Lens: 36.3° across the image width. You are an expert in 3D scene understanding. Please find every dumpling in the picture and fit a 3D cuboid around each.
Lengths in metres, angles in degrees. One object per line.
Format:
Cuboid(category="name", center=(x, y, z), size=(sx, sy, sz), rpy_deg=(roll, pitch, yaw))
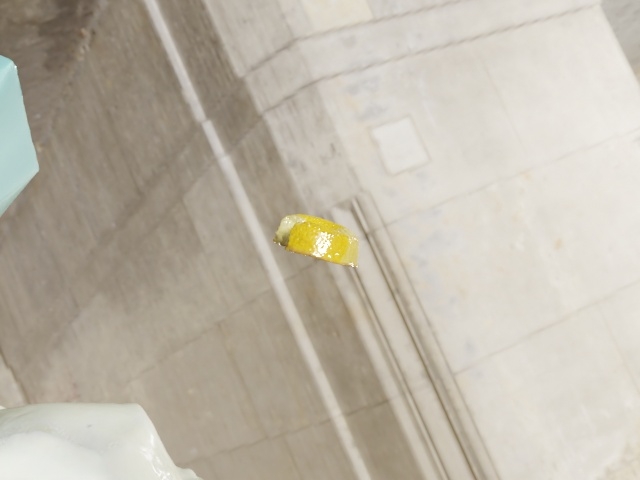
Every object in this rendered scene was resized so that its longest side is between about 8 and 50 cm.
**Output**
Cuboid(category="dumpling", center=(-0.149, 0.162, 0.638), size=(0.215, 0.126, 0.166), rpy_deg=(-3, -171, 12))

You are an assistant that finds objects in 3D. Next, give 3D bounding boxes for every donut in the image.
Cuboid(category="donut", center=(0.000, 0.000, 1.078), size=(0.097, 0.043, 0.108), rpy_deg=(14, -174, -23))

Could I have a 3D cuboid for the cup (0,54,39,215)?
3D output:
Cuboid(category="cup", center=(-0.247, -0.015, 0.526), size=(0.236, 0.148, 0.134), rpy_deg=(-94, -154, -59))
